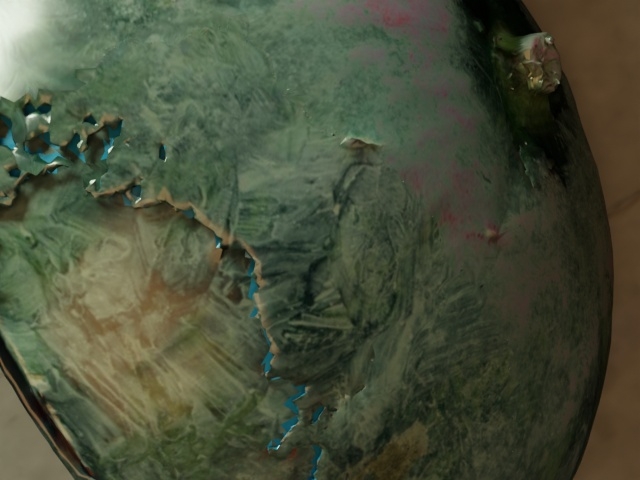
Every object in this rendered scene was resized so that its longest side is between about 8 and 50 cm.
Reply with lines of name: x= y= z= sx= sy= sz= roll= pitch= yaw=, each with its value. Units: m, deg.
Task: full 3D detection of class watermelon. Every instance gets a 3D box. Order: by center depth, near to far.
watermelon: x=0.006 y=-0.003 z=0.576 sx=0.175 sy=0.188 sz=0.321 roll=-29 pitch=102 yaw=10
